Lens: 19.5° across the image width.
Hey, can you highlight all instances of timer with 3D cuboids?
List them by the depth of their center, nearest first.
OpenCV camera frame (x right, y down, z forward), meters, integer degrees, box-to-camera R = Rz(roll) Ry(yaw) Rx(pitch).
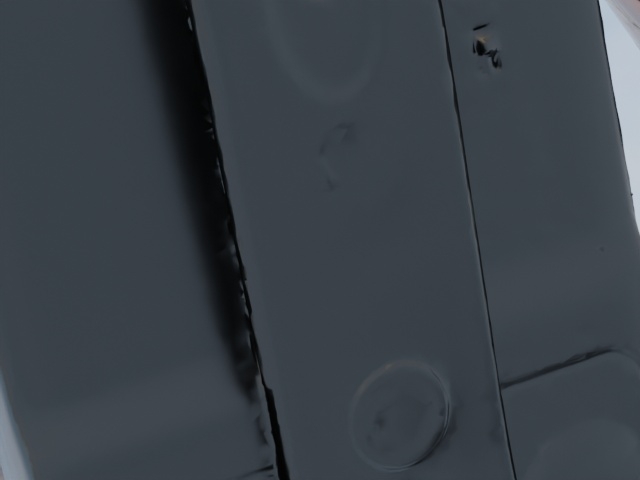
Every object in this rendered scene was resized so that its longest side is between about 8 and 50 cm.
[{"bbox_3d":[0.000,0.000,0.375,0.144,0.055,0.187,-17,-77,-19],"label":"timer"}]

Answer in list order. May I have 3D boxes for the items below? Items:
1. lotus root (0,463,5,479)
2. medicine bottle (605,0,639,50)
[{"bbox_3d":[-0.133,0.159,0.925,0.112,0.081,0.122,-11,-74,-35],"label":"lotus root"},{"bbox_3d":[0.088,-0.169,0.458,0.157,0.157,0.289,-42,-57,2],"label":"medicine bottle"}]
